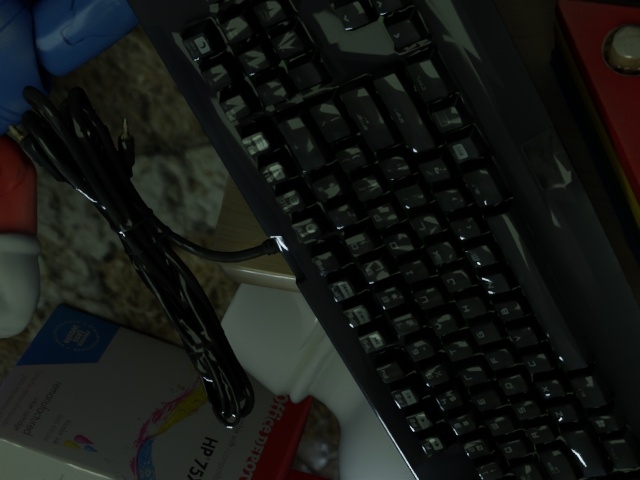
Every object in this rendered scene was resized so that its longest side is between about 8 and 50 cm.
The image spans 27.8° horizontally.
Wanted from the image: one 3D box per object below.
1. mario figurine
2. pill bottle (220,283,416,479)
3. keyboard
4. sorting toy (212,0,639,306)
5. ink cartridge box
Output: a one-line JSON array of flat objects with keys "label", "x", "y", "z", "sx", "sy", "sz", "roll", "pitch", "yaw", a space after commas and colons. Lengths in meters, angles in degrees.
[{"label": "mario figurine", "x": -0.198, "y": -0.066, "z": 0.660, "sx": 0.320, "sy": 0.170, "sz": 0.198, "roll": -43, "pitch": 74, "yaw": 12}, {"label": "pill bottle", "x": 0.160, "y": 0.106, "z": 0.655, "sx": 0.408, "sy": 0.229, "sz": 0.229, "roll": 36, "pitch": 125, "yaw": 7}, {"label": "keyboard", "x": 0.000, "y": 0.000, "z": 0.493, "sx": 0.201, "sy": 0.033, "sz": 0.317, "roll": -18, "pitch": 114, "yaw": 28}, {"label": "sorting toy", "x": 0.098, "y": -0.096, "z": 0.547, "sx": 0.257, "sy": 0.255, "sz": 0.089, "roll": 9, "pitch": 164, "yaw": 10}, {"label": "ink cartridge box", "x": -0.092, "y": 0.142, "z": 0.829, "sx": 0.231, "sy": 0.134, "sz": 0.078, "roll": 18, "pitch": 125, "yaw": 3}]
